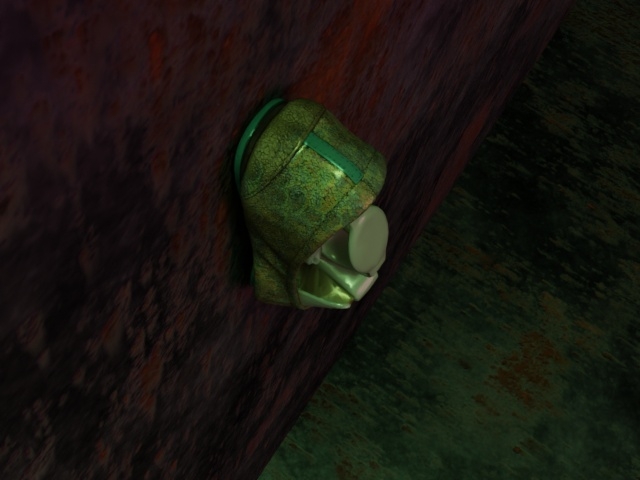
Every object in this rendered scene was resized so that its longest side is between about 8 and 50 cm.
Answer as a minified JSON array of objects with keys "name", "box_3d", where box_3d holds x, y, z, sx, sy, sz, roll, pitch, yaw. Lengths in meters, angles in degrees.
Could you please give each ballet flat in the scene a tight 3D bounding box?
[{"name":"ballet flat","box_3d":[0.000,0.000,0.730,0.123,0.123,0.348,-56,170,-15]}]
